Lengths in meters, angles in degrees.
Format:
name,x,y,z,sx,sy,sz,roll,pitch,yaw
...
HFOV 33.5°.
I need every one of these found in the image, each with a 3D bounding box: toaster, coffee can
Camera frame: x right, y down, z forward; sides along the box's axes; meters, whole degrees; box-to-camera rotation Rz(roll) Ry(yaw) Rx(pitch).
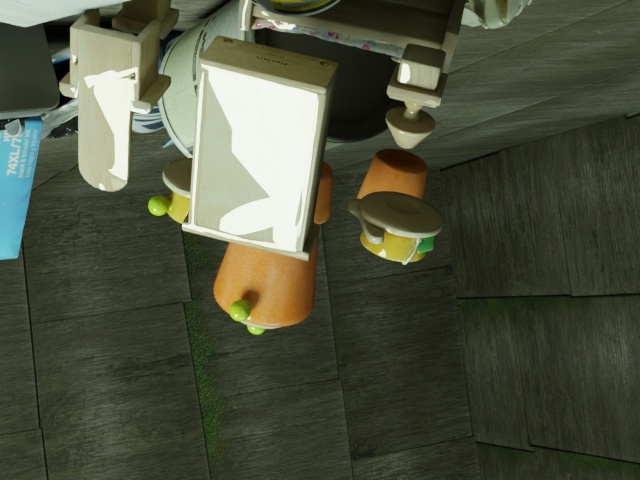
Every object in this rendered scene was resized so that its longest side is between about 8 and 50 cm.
name,x,y,z,sx,sy,sz,roll,pitch,yaw
toaster,-0.359,-0.177,1.024,0.168,0.186,0.110,-17,176,30
coffee can,-0.046,-0.190,1.210,0.201,0.201,0.275,-6,178,-29

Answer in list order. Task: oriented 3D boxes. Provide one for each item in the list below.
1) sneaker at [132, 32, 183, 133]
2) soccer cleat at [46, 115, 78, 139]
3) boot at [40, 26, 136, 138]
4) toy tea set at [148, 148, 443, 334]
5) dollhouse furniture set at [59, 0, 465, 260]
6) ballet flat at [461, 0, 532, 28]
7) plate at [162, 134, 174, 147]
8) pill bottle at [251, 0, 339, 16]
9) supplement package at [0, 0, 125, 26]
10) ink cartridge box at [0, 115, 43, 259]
name,x,y,z,sx,sy,sz,roll,pitch,yaw
sneaker,-0.210,-0.213,1.459,0.153,0.099,0.282,-6,176,15
soccer cleat,-0.432,-0.194,1.458,0.318,0.116,0.108,-20,144,-26
boot,-0.342,-0.179,1.289,0.258,0.095,0.123,-28,-173,20
toy tea set,0.000,0.000,1.081,0.336,0.124,0.200,-7,-147,-34
dollhouse furniture set,-0.033,-0.164,1.004,0.303,0.174,0.355,14,-143,5
ballet flat,0.182,-0.281,1.217,0.091,0.077,0.241,-10,177,44
plate,-0.151,-0.194,1.469,0.024,0.188,0.188,40,163,-14
pill bottle,-0.026,-0.247,0.793,0.119,0.119,0.208,-7,179,2
supplement package,-0.187,-0.233,0.791,0.179,0.105,0.105,-7,178,23
ink cartridge box,-0.487,-0.099,1.196,0.270,0.197,0.198,-6,-140,-37
